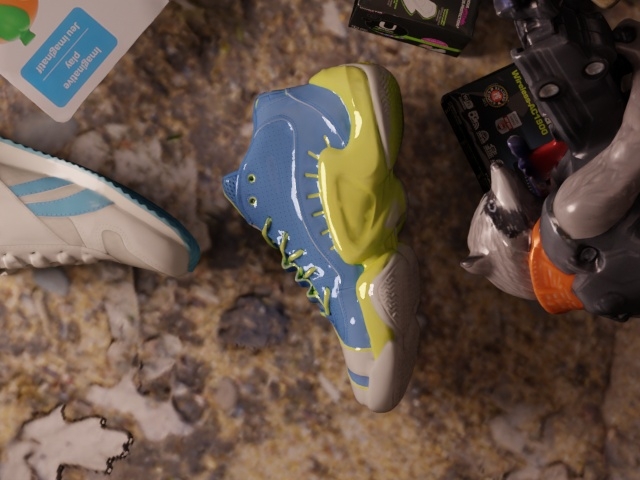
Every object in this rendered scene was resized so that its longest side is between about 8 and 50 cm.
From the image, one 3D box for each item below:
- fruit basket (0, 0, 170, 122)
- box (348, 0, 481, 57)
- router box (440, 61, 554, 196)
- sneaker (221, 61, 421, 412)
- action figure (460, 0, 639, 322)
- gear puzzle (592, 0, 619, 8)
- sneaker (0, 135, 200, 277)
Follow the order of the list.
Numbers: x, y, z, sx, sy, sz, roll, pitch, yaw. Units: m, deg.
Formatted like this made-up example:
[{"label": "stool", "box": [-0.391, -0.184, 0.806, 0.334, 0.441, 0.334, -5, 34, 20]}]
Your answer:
[{"label": "fruit basket", "box": [-0.205, -0.313, 1.319, 0.353, 0.165, 0.327, 40, 81, -3]}, {"label": "box", "box": [0.068, -0.169, 1.375, 0.083, 0.062, 0.052, 16, 80, -3]}, {"label": "router box", "box": [0.153, -0.067, 1.383, 0.092, 0.038, 0.122, -25, 86, -9]}, {"label": "sneaker", "box": [0.000, 0.000, 1.348, 0.126, 0.091, 0.240, -4, 83, 12]}, {"label": "action figure", "box": [0.222, -0.051, 1.215, 0.330, 0.341, 0.179, -21, 46, 30]}, {"label": "gear puzzle", "box": [0.262, -0.328, 1.395, 0.339, 0.044, 0.175, -45, 72, -7]}, {"label": "sneaker", "box": [-0.193, -0.014, 1.325, 0.228, 0.087, 0.092, 20, 88, 4]}]
